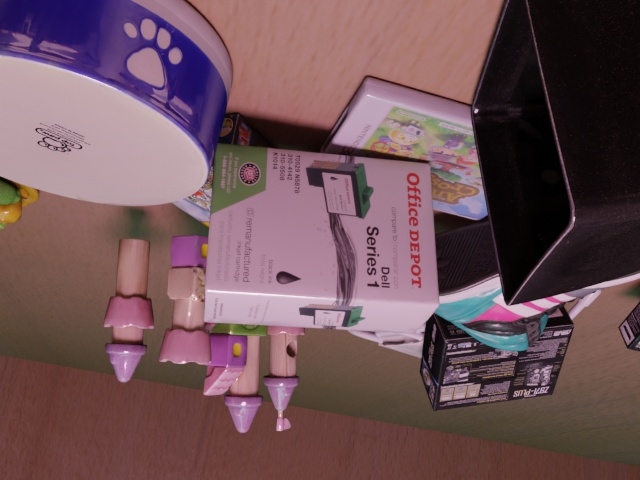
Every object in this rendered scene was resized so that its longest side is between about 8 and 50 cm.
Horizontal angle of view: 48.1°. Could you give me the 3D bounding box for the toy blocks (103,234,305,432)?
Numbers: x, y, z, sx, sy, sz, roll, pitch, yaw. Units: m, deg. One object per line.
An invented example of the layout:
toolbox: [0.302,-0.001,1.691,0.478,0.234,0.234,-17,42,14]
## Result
toy blocks: [-0.100,0.136,0.978,0.309,0.260,0.288,-3,170,33]

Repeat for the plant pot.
plant pot: [0.221,-0.072,0.528,0.167,0.187,0.188,-5,159,0]

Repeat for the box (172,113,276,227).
box: [-0.102,-0.063,0.848,0.159,0.044,0.233,-3,157,28]

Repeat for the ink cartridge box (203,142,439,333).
ink cartridge box: [0.000,0.000,0.710,0.219,0.160,0.092,4,155,-8]

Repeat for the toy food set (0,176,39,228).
toy food set: [-0.486,-0.068,0.949,0.128,0.071,0.218,-8,154,37]

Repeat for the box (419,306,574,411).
box: [0.239,0.152,0.996,0.180,0.077,0.147,-7,129,-7]

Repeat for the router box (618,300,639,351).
router box: [0.521,0.107,0.969,0.179,0.046,0.133,13,130,-11]

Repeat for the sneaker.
sneaker: [0.266,0.052,0.856,0.295,0.123,0.178,-10,148,27]

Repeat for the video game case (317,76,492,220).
video game case: [0.114,-0.083,0.738,0.212,0.023,0.193,13,159,-12]

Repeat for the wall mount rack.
wall mount rack: [0.228,0.116,1.089,0.350,0.130,0.304,19,160,-27]

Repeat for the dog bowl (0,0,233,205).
dog bowl: [-0.217,-0.130,0.633,0.265,0.104,0.265,8,159,3]
